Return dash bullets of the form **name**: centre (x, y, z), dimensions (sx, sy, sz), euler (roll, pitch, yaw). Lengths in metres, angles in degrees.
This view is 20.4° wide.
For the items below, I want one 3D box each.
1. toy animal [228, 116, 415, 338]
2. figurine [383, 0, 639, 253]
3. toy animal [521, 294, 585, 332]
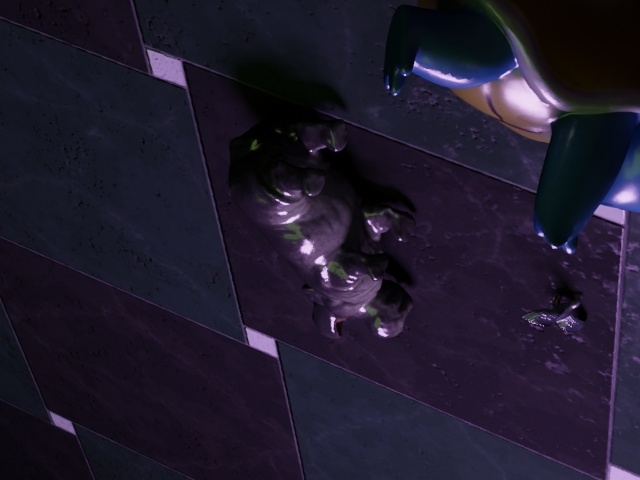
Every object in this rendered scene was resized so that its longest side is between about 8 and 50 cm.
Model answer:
- **toy animal**: centre (0.015, 0.007, 1.871), dimensions (0.168, 0.106, 0.343), euler (14, 149, 31)
- **figurine**: centre (0.161, -0.172, 1.364), dimensions (0.416, 0.243, 0.298), euler (59, -173, -33)
- **toy animal**: centre (0.245, 0.071, 1.805), dimensions (0.084, 0.050, 0.028), euler (12, -153, -41)
